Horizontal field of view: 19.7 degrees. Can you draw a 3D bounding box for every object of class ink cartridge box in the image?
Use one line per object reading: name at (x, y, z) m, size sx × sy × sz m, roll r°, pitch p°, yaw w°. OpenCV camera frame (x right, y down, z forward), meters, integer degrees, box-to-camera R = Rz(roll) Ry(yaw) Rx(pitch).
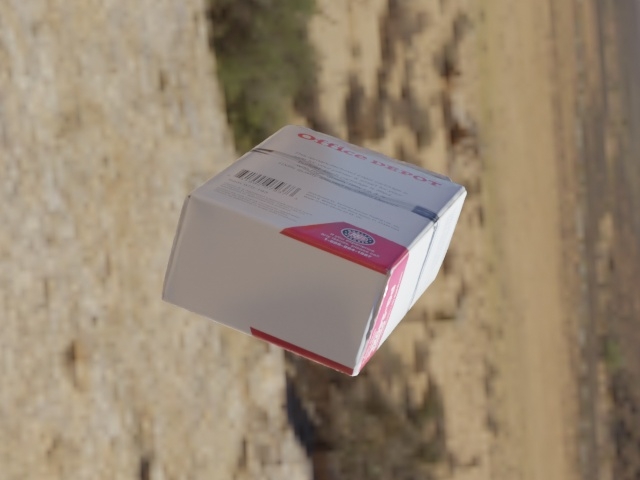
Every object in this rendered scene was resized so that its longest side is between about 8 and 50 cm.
ink cartridge box at (0.000, 0.000, 0.953) m, size 0.150 × 0.109 × 0.063 m, roll -42°, pitch 150°, yaw -65°
